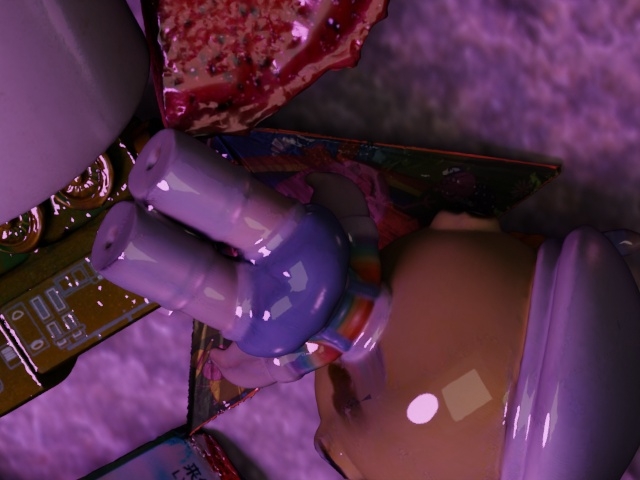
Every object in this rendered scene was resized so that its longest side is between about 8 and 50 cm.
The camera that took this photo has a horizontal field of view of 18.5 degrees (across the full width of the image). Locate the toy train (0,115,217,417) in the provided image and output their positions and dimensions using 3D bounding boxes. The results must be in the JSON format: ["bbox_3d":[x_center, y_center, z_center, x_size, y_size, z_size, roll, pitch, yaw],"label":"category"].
[{"bbox_3d":[-0.167,0.012,1.295,0.225,0.090,0.137,-30,96,25],"label":"toy train"}]

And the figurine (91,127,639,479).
[{"bbox_3d":[0.040,0.073,1.222,0.382,0.205,0.224,12,93,-24],"label":"figurine"}]

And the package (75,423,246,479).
[{"bbox_3d":[-0.119,0.224,1.300,0.166,0.232,0.040,56,142,13],"label":"package"}]

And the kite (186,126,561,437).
[{"bbox_3d":[0.000,0.000,1.324,0.321,0.016,0.234,-36,112,6],"label":"kite"}]

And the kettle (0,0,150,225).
[{"bbox_3d":[-0.306,-0.227,1.138,0.250,0.361,0.376,-36,130,-16],"label":"kettle"}]

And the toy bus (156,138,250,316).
[{"bbox_3d":[-0.091,-0.014,1.331,0.052,0.037,0.130,26,106,-9],"label":"toy bus"}]

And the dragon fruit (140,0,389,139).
[{"bbox_3d":[-0.055,-0.206,1.225,0.163,0.189,0.261,-18,114,-33],"label":"dragon fruit"}]
